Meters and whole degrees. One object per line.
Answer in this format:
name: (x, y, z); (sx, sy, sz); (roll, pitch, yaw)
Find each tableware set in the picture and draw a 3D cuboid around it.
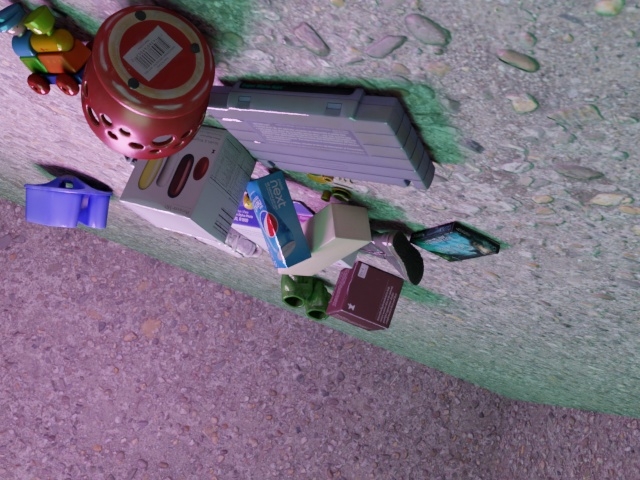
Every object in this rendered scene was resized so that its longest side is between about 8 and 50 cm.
tableware set: (0.017, -0.116, 1.298); (0.103, 0.024, 0.154); (18, 166, 9)

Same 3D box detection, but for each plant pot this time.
plant pot: (-0.253, -0.235, 0.899); (0.191, 0.191, 0.174); (25, 160, -19)

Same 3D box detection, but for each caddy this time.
caddy: (-0.895, -0.145, 2.131); (0.341, 0.179, 0.241); (9, -174, 38)

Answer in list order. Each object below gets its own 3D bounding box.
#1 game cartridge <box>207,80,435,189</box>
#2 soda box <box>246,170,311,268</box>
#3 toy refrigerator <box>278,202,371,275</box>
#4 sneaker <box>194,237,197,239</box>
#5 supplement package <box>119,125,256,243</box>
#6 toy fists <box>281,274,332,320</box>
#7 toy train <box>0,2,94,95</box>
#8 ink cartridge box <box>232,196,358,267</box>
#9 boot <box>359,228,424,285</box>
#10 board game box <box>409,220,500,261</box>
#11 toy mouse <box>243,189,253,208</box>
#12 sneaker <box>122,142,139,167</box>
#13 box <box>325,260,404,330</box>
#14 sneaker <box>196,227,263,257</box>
game cartridge: (-0.001, -0.180, 1.022); (0.354, 0.068, 0.230); (12, 160, 30)
soda box: (-0.095, -0.045, 1.362); (0.071, 0.210, 0.067); (-24, -171, -29)
toy refrigerator: (0.000, 0.000, 1.442); (0.102, 0.094, 0.269); (5, 157, -31)
sneaker: (-0.442, -0.083, 1.884); (0.083, 0.098, 0.223); (7, 161, 42)
supplement package: (-0.280, -0.128, 1.292); (0.194, 0.203, 0.149); (13, 164, 24)
toy fists: (-0.052, 0.197, 2.315); (0.096, 0.142, 0.279); (-27, 141, 27)
toy train: (-0.428, -0.327, 1.002); (0.247, 0.105, 0.143); (10, 149, 33)
ink cartridge box: (-0.106, -0.026, 1.707); (0.323, 0.072, 0.330); (10, 164, 36)
boot: (0.137, 0.025, 1.480); (0.208, 0.076, 0.190); (5, 138, 44)
board game box: (0.299, 0.006, 1.359); (0.126, 0.026, 0.186); (25, 165, -15)
toy mouse: (-0.199, -0.125, 1.444); (0.143, 0.031, 0.161); (40, -162, 9)
sneaker: (-0.347, -0.164, 1.480); (0.292, 0.110, 0.118); (34, 170, -18)
box: (0.139, 0.186, 1.944); (0.166, 0.169, 0.203); (23, 166, -9)
sneaker: (-0.280, -0.022, 1.839); (0.152, 0.114, 0.305); (28, 180, 29)
